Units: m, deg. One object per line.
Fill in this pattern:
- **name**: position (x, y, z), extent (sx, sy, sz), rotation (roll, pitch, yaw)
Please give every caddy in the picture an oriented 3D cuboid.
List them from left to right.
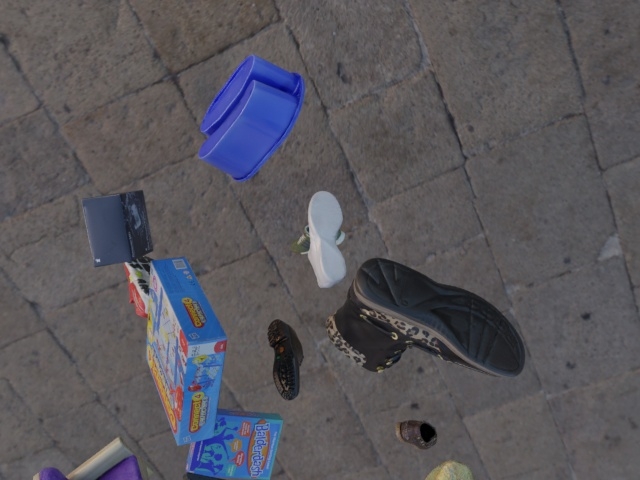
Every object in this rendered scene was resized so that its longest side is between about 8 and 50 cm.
- **caddy**: position (-0.172, -0.309, 1.564), extent (0.179, 0.241, 0.341), rotation (25, 131, -30)

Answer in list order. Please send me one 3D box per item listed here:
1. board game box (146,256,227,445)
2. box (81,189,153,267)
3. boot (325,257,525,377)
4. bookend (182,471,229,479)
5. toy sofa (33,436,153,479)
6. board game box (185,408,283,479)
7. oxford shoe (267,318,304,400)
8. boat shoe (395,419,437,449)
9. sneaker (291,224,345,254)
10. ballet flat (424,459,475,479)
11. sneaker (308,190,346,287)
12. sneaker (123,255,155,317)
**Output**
- **board game box**: position (-0.319, 0.247, 1.378), extent (0.086, 0.308, 0.301), rotation (-6, 124, -29)
- **box**: position (-0.468, -0.032, 1.394), extent (0.093, 0.158, 0.155), rotation (-7, 98, 4)
- **boot**: position (0.200, 0.200, 1.259), extent (0.378, 0.138, 0.284), rotation (25, 147, -6)
- **bookend**: position (-0.214, 0.563, 1.200), extent (0.156, 0.157, 0.072), rotation (16, 149, -12)
- **toy sofa**: position (-0.361, 0.504, 1.017), extent (0.150, 0.362, 0.177), rotation (-36, 123, -8)
- **board game box**: position (-0.211, 0.502, 1.481), extent (0.210, 0.047, 0.160), rotation (11, 93, -22)
- **oxford shoe**: position (-0.077, 0.323, 1.611), extent (0.083, 0.227, 0.096), rotation (-30, 139, 28)
- **boat shoe**: position (0.280, 0.528, 1.628), extent (0.073, 0.073, 0.207), rotation (-17, 154, 27)
- **sneaker**: position (-0.025, -0.016, 1.745), extent (0.192, 0.064, 0.086), rotation (-13, 139, 36)
- **ballet flat**: position (0.229, 0.621, 1.247), extent (0.123, 0.123, 0.348), rotation (18, 111, -8)
- **sneaker**: position (0.000, 0.000, 1.297), extent (0.080, 0.212, 0.094), rotation (4, 158, -22)
- **sneaker**: position (-0.552, 0.133, 1.818), extent (0.107, 0.279, 0.118), rotation (13, 112, -31)
